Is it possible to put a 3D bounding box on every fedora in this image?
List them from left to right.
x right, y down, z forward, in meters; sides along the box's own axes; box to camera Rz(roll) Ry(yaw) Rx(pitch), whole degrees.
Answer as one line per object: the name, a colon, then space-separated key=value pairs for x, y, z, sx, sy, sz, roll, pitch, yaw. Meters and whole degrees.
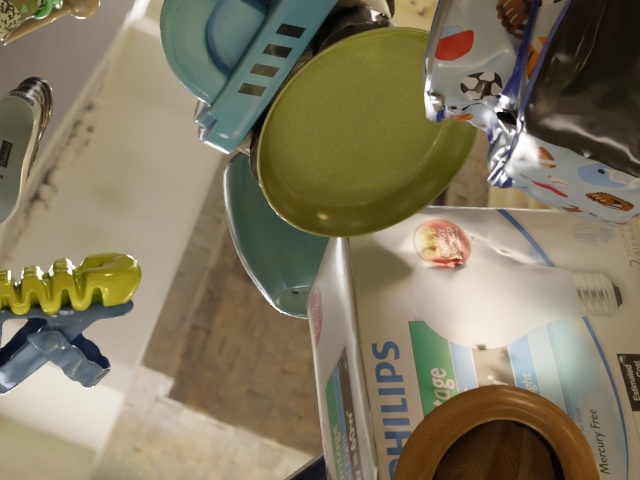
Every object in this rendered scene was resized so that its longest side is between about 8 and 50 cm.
fedora: x=0.150 y=0.222 z=0.966 sx=0.079 sy=0.194 sz=0.194 roll=92 pitch=20 yaw=-87

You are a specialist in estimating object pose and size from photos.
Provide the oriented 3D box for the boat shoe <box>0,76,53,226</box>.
boat shoe: x=-0.352 y=-0.098 z=1.257 sx=0.183 sy=0.065 sz=0.083 roll=-61 pitch=-173 yaw=27

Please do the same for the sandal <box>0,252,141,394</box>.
sandal: x=-0.342 y=0.100 z=1.143 sx=0.126 sy=0.317 sz=0.138 roll=-121 pitch=-153 yaw=-73

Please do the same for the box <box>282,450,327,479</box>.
box: x=0.019 y=0.378 z=1.360 sx=0.153 sy=0.207 sz=0.108 roll=-34 pitch=173 yaw=-22

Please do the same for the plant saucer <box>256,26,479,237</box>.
plant saucer: x=0.045 y=-0.110 z=1.090 sx=0.241 sy=0.241 sz=0.037 roll=-65 pitch=-145 yaw=27

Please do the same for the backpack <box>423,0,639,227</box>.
backpack: x=0.176 y=-0.131 z=0.681 sx=0.276 sy=0.213 sz=0.263 roll=-65 pitch=165 yaw=-9

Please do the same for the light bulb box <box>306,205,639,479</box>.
light bulb box: x=0.191 y=0.162 z=1.246 sx=0.225 sy=0.361 sz=0.358 roll=108 pitch=-20 yaw=-54

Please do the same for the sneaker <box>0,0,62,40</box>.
sneaker: x=-0.292 y=-0.277 z=1.140 sx=0.158 sy=0.410 sz=0.182 roll=62 pitch=17 yaw=-54

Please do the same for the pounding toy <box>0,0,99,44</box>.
pounding toy: x=-0.358 y=-0.393 z=1.478 sx=0.183 sy=0.110 sz=0.237 roll=-38 pitch=135 yaw=-44

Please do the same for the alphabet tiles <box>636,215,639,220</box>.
alphabet tiles: x=0.412 y=-0.055 z=1.548 sx=0.285 sy=0.011 sz=0.342 roll=-70 pitch=-177 yaw=-74

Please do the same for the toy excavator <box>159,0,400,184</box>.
toy excavator: x=-0.099 y=-0.323 z=1.233 sx=0.433 sy=0.445 sz=0.222 roll=-54 pitch=-159 yaw=27

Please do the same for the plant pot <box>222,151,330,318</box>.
plant pot: x=0.000 y=0.000 z=1.578 sx=0.290 sy=0.290 sz=0.195 roll=124 pitch=-30 yaw=-61
